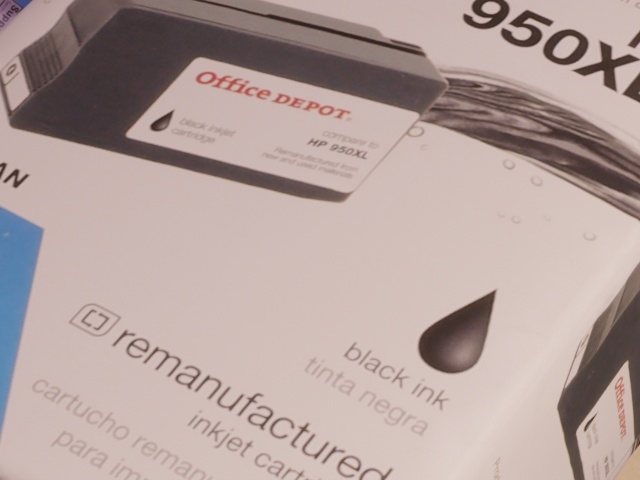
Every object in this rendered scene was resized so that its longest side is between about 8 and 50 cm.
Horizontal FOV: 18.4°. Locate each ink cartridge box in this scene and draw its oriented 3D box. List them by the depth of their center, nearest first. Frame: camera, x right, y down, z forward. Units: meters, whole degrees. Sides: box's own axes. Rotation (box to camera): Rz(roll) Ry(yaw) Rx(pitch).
[{"bbox_3d":[0.000,0.000,0.826,0.285,0.166,0.395,26,56,24],"label":"ink cartridge box"}]

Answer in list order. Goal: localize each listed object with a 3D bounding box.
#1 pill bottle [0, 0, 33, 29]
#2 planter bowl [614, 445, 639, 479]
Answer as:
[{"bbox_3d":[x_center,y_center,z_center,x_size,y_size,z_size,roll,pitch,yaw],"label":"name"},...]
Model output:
[{"bbox_3d":[-0.175,-0.106,0.962,0.160,0.087,0.087,35,64,-7],"label":"pill bottle"},{"bbox_3d":[0.091,0.103,0.966,0.162,0.162,0.109,44,89,-2],"label":"planter bowl"}]
